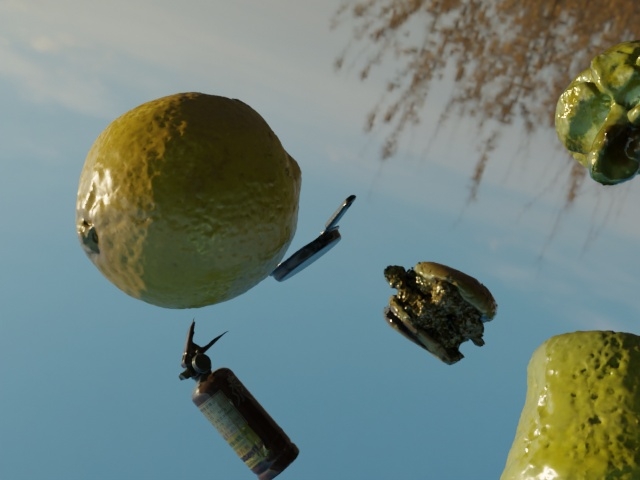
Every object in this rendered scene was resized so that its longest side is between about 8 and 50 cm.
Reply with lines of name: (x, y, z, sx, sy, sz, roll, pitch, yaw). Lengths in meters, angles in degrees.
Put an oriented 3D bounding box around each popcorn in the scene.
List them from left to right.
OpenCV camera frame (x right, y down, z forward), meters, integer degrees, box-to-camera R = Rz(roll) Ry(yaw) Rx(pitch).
popcorn: (0.390, -0.147, 1.270, 0.198, 0.198, 0.212, 18, -141, 4)

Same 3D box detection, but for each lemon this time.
lemon: (-0.162, -0.049, 1.254, 0.293, 0.293, 0.293, 14, -161, -5)

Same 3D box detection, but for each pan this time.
pan: (0.000, 0.000, 1.552, 0.136, 0.235, 0.028, -32, -99, -38)

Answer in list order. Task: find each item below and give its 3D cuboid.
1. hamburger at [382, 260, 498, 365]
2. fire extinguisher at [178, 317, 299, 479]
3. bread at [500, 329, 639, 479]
hamburger: (0.171, 0.094, 1.508, 0.185, 0.131, 0.159, 35, -177, -1)
fire extinguisher: (-0.131, 0.231, 1.485, 0.252, 0.075, 0.106, 49, -146, 1)
bread: (0.463, 0.328, 1.632, 0.348, 0.348, 0.308, 13, -122, -9)
